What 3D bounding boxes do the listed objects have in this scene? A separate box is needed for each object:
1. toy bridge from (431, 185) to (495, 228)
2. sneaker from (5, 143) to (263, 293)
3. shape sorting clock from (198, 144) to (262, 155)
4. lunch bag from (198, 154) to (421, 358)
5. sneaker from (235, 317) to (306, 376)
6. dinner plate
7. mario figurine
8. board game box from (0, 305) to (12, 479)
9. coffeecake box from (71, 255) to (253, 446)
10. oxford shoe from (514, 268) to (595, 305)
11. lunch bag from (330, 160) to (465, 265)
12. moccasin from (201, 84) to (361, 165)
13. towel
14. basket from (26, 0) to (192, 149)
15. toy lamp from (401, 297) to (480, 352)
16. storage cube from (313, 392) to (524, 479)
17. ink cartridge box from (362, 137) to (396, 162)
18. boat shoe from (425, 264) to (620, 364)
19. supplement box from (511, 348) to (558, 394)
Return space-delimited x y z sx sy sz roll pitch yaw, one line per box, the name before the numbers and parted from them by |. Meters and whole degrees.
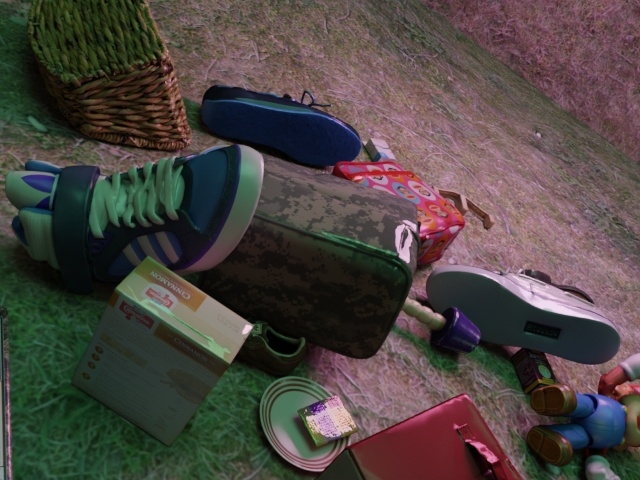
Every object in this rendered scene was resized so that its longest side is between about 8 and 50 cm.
toy bridge | 0.342 -0.087 1.532 0.188 0.026 0.063 23 37 -18
sneaker | -0.243 -0.041 0.754 0.236 0.322 0.130 19 57 -34
shape sorting clock | -0.133 -0.102 1.146 0.206 0.040 0.206 22 38 -19
lunch bag | 0.000 0.000 0.956 0.305 0.213 0.256 18 38 1
sneaker | -0.108 0.130 0.881 0.188 0.071 0.066 21 39 -21
dinner plate | -0.022 0.251 0.863 0.141 0.017 0.141 22 39 -19
mario figurine | 0.523 0.313 1.101 0.320 0.198 0.170 5 34 -30
board game box | -0.419 0.180 0.509 0.290 0.141 0.232 7 45 -34
coffeecake box | -0.184 0.131 0.720 0.142 0.185 0.068 34 36 -3
oxford shoe | 0.515 0.144 1.388 0.227 0.083 0.096 18 59 -23
lunch bag | 0.127 -0.065 1.240 0.258 0.120 0.293 43 27 21
moccasin | -0.071 -0.255 1.290 0.341 0.138 0.117 17 36 -26
towel | 0.011 0.249 0.871 0.083 0.009 0.060 -7 55 -44
basket | -0.377 -0.300 1.124 0.213 0.223 0.299 -20 57 -11
toy lamp | 0.157 0.114 1.111 0.274 0.080 0.080 31 36 -9
storage cube | 0.108 0.324 0.730 0.193 0.215 0.184 -11 57 -38
ink cartridge box | 0.139 -0.216 1.506 0.048 0.028 0.083 4 46 -37
boat shoe | 0.383 0.115 1.222 0.366 0.136 0.156 15 24 4
supplement box | 0.406 0.249 1.194 0.054 0.043 0.083 15 40 -24
